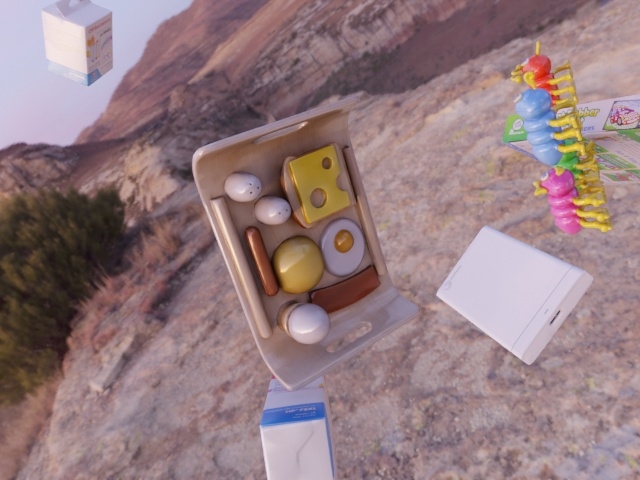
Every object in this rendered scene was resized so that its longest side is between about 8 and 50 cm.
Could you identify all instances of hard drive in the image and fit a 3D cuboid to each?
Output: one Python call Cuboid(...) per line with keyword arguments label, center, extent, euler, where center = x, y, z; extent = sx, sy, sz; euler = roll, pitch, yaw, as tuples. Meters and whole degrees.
Cuboid(label="hard drive", center=(0.447, 0.114, 1.320), extent=(0.233, 0.047, 0.353), euler=(-55, 25, 4))

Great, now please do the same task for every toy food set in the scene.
Cuboid(label="toy food set", center=(0.000, 0.000, 0.668), extent=(0.219, 0.306, 0.092), euler=(-26, 19, -26))

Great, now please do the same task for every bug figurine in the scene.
Cuboid(label="bug figurine", center=(0.291, -0.124, 0.673), extent=(0.072, 0.216, 0.279), euler=(-17, 19, 29))

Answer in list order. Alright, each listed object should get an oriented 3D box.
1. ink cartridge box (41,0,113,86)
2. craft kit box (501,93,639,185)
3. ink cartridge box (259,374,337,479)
Cuboid(label="ink cartridge box", center=(-0.461, -0.390, 1.045), extent=(0.092, 0.089, 0.143), euler=(-66, -2, -45))
Cuboid(label="craft kit box", center=(0.462, -0.145, 0.847), extent=(0.246, 0.249, 0.061), euler=(13, 88, 59))
Cuboid(label="ink cartridge box", center=(-0.023, 0.255, 0.714), extent=(0.078, 0.134, 0.231), euler=(-8, 4, 0))
